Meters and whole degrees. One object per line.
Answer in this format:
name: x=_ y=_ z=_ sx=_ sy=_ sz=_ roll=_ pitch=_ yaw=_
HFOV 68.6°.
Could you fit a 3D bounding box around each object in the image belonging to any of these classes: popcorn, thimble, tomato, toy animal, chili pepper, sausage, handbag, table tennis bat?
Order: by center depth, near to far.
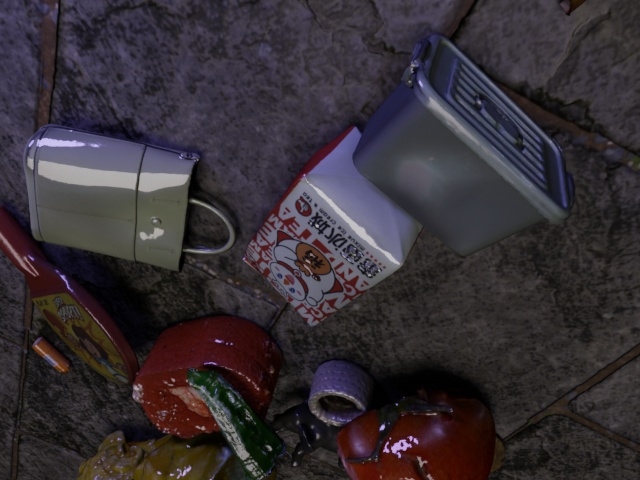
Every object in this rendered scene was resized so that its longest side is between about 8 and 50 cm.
handbag: x=0.000 y=0.000 z=0.674 sx=0.171 sy=0.151 sz=0.298 roll=42 pitch=139 yaw=-4
handbag: x=-0.287 y=-0.057 z=0.752 sx=0.316 sy=0.109 sz=0.241 roll=12 pitch=129 yaw=-11
chili pepper: x=-0.153 y=0.299 z=0.790 sx=0.059 sy=0.088 sz=0.226 roll=-14 pitch=116 yaw=52
tomato: x=0.189 y=0.416 z=0.838 sx=0.309 sy=0.170 sz=0.308 roll=-2 pitch=125 yaw=-3
table tennis bat: x=-0.488 y=0.118 z=0.894 sx=0.268 sy=0.051 sz=0.414 roll=-10 pitch=116 yaw=43
thimble: x=0.040 y=0.290 z=0.896 sx=0.115 sy=0.090 sz=0.102 roll=30 pitch=123 yaw=-6
toy animal: x=-0.002 y=0.398 z=0.981 sx=0.245 sy=0.114 sz=0.146 roll=7 pitch=136 yaw=-18
sausage: x=-0.610 y=0.266 z=1.072 sx=0.031 sy=0.031 sz=0.107 roll=-18 pitch=119 yaw=25
popcorn: x=-0.477 y=0.587 z=1.172 sx=0.235 sy=0.216 sz=0.180 roll=-3 pitch=115 yaw=-16

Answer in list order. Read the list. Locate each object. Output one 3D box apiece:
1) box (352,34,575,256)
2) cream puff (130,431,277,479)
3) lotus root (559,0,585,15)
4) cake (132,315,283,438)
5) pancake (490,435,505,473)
box: x=0.162 y=-0.100 z=0.553 sx=0.243 sy=0.163 sz=0.135 roll=36 pitch=134 yaw=-14
cream puff: x=-0.289 y=0.561 z=1.012 sx=0.276 sy=0.378 sz=0.378 roll=5 pitch=128 yaw=31
lotus root: x=0.241 y=-0.306 z=0.423 sx=0.159 sy=0.095 sz=0.135 roll=33 pitch=122 yaw=-17
cake: x=-0.219 y=0.257 z=0.896 sx=0.283 sy=0.150 sz=0.176 roll=-17 pitch=122 yaw=22
pancake: x=0.289 y=0.446 z=0.987 sx=0.200 sy=0.021 sz=0.199 roll=6 pitch=127 yaw=8
